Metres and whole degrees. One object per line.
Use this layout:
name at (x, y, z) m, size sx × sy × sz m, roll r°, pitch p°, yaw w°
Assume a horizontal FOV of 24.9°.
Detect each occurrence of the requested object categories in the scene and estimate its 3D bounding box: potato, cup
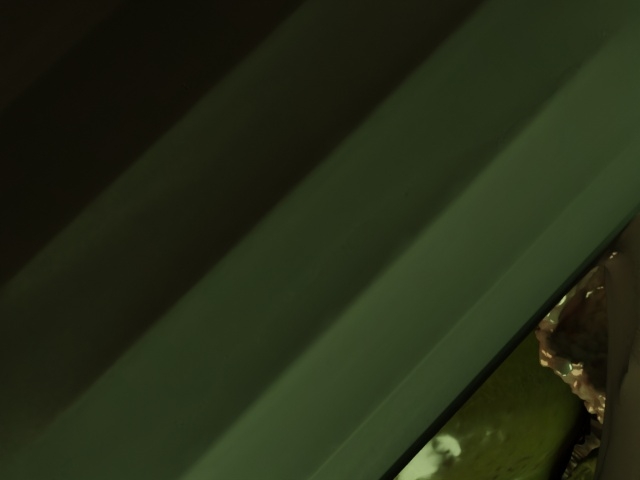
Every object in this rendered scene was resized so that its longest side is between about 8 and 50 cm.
potato at (0.053, 0.116, 0.878) m, size 0.202 × 0.218 × 0.351 m, roll 34°, pitch 160°, yaw 31°
cup at (0.000, 0.000, 0.510) m, size 0.323 × 0.327 × 0.237 m, roll 44°, pitch 164°, yaw 5°

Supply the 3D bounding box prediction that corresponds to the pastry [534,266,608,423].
pastry at (0.196, 0.084, 0.645) m, size 0.265 × 0.103 × 0.112 m, roll 44°, pitch 161°, yaw 11°

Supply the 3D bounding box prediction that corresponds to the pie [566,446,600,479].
pie at (0.256, 0.204, 0.798) m, size 0.277 × 0.078 × 0.277 m, roll 29°, pitch 155°, yaw 14°
